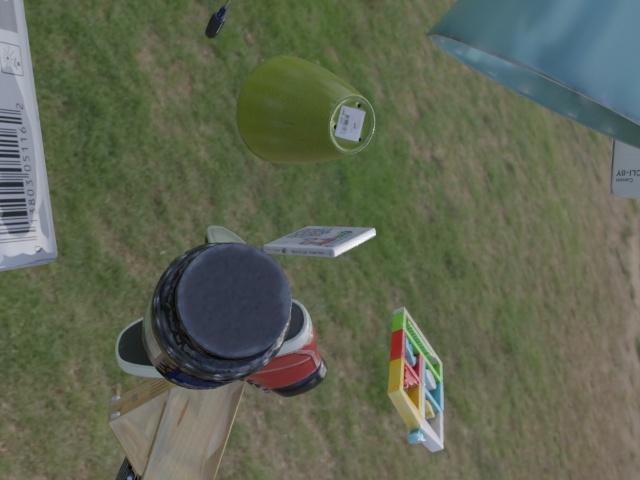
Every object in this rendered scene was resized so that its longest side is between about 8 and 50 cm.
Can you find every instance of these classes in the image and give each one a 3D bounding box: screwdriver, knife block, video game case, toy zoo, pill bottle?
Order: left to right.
[{"bbox_3d":[-0.176,0.298,1.119,0.242,0.275,0.088,64,-8,-15],"label":"knife block"},{"bbox_3d":[-0.096,0.071,0.744,0.122,0.219,0.123,4,76,-15],"label":"pill bottle"},{"bbox_3d":[-0.148,-0.389,1.335,0.025,0.170,0.024,2,62,-35],"label":"screwdriver"},{"bbox_3d":[0.000,0.000,1.446,0.157,0.143,0.019,-26,114,-56],"label":"video game case"},{"bbox_3d":[0.202,0.302,1.705,0.192,0.030,0.293,55,26,-27],"label":"toy zoo"}]

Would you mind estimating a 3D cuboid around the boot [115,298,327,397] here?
[{"bbox_3d":[-0.119,0.155,1.024,0.176,0.244,0.088,74,11,-55],"label":"boot"}]

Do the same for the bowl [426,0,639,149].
[{"bbox_3d":[0.291,-0.225,0.887,0.311,0.163,0.311,27,10,-5],"label":"bowl"}]

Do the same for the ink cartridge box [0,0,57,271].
[{"bbox_3d":[-0.424,-0.110,0.717,0.091,0.384,0.308,-12,95,-68],"label":"ink cartridge box"}]

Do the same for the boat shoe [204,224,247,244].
[{"bbox_3d":[-0.127,0.068,1.286,0.081,0.069,0.228,1,40,-44],"label":"boat shoe"}]

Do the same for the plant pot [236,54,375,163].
[{"bbox_3d":[-0.013,-0.296,1.967,0.274,0.293,0.275,-12,112,-33],"label":"plant pot"}]

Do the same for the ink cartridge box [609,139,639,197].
[{"bbox_3d":[0.772,-0.150,1.556,0.384,0.279,0.161,1,91,-43],"label":"ink cartridge box"}]
